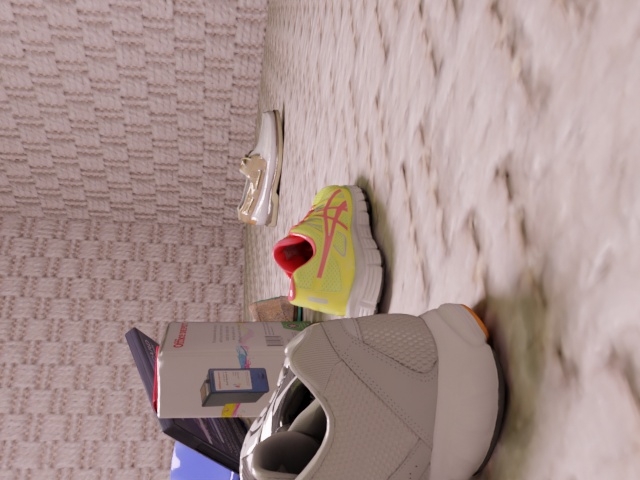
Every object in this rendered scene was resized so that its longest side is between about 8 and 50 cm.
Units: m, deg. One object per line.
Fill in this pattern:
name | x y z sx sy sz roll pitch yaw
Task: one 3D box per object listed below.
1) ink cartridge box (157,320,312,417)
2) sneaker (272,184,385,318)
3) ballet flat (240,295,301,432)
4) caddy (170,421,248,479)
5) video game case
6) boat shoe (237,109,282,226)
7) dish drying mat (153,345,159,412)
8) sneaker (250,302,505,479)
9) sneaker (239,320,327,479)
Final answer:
ink cartridge box | -0.108 0.169 0.854 0.154 0.212 0.093 -141 54 -78
sneaker | 0.000 0.000 0.608 0.209 0.094 0.082 -102 16 -63
ballet flat | -0.095 0.251 1.082 0.107 0.106 0.316 -179 91 -81
caddy | -0.158 0.456 1.206 0.241 0.179 0.342 -54 -32 -65
video game case | -0.188 0.265 0.978 0.196 0.026 0.274 50 179 43
boat shoe | -0.155 -0.183 1.599 0.113 0.103 0.303 -122 36 -74
dish drying mat | -0.215 0.182 0.824 0.032 0.008 0.083 99 168 -45
sneaker | 0.017 0.157 0.364 0.099 0.120 0.263 -117 31 -74
sneaker | -0.027 0.203 0.632 0.106 0.078 0.235 -113 44 -73
